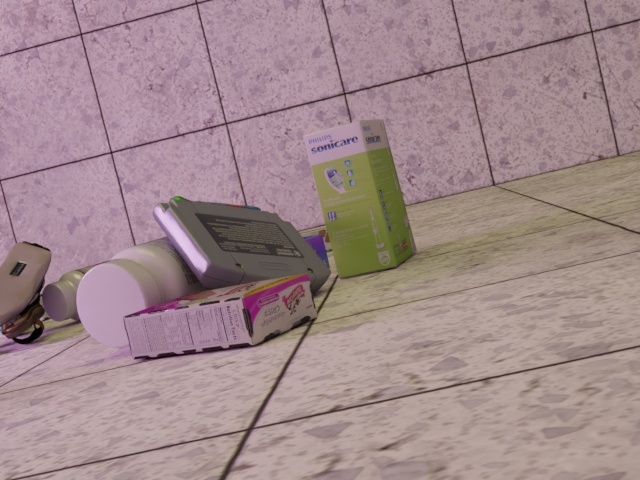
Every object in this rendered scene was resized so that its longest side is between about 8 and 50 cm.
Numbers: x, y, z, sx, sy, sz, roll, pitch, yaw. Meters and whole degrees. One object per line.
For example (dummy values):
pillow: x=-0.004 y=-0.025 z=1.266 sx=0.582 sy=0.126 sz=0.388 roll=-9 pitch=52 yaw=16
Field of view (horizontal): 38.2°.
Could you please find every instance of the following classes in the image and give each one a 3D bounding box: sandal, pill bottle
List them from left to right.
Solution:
sandal: x=-0.613 y=0.184 z=1.944 sx=0.090 sy=0.060 sz=0.219 roll=-40 pitch=8 yaw=-12
pill bottle: x=-0.547 y=0.122 z=2.206 sx=0.121 sy=0.121 sz=0.216 roll=-11 pitch=5 yaw=38
pill bottle: x=-0.262 y=0.078 z=1.537 sx=0.160 sy=0.160 sz=0.283 roll=-12 pitch=4 yaw=25

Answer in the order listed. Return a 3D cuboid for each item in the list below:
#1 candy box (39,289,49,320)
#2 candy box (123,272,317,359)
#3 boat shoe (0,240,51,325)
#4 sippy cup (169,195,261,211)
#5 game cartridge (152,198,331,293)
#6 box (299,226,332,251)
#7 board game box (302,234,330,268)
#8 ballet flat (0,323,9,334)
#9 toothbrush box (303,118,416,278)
candy box: x=-0.789 y=0.183 z=2.528 sx=0.165 sy=0.070 sz=0.196 roll=-13 pitch=4 yaw=13
candy box: x=-0.145 y=0.110 z=1.337 sx=0.233 sy=0.071 sz=0.159 roll=-10 pitch=4 yaw=34
boat shoe: x=-0.691 y=0.144 z=2.044 sx=0.127 sy=0.158 sz=0.340 roll=17 pitch=26 yaw=1
sippy cup: x=-0.251 y=0.005 z=2.270 sx=0.224 sy=0.240 sz=0.305 roll=-3 pitch=19 yaw=-14
game cartridge: x=-0.123 y=0.018 z=1.570 sx=0.297 sy=0.198 sz=0.062 roll=7 pitch=-50 yaw=-49
box: x=0.000 y=0.000 z=2.478 sx=0.324 sy=0.063 sz=0.067 roll=-12 pitch=3 yaw=16
board game box: x=-0.189 y=0.072 z=1.978 sx=0.347 sy=0.078 sz=0.233 roll=-16 pitch=5 yaw=-36
ballet flat: x=-0.732 y=0.188 z=2.252 sx=0.073 sy=0.080 sz=0.232 roll=0 pitch=2 yaw=-13
toothbrush box: x=0.082 y=-0.086 z=1.810 sx=0.122 sy=0.283 sz=0.206 roll=-12 pitch=5 yaw=18
